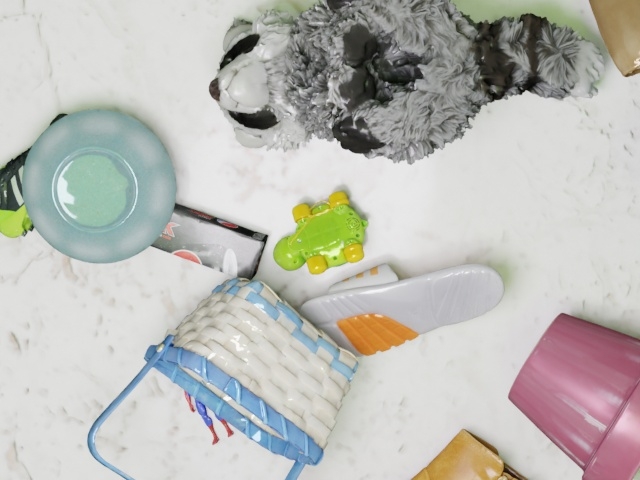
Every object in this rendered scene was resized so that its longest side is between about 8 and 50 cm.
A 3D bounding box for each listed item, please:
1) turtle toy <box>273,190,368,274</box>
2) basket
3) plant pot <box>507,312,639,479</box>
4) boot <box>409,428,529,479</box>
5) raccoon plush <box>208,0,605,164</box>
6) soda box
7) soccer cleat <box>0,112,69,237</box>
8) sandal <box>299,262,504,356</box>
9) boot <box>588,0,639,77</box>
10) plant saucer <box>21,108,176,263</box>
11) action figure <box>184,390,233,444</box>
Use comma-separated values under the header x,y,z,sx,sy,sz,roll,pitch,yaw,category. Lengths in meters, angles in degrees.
x,y,z,sx,sy,sz,roll,pitch,yaw,category
0.000,0.000,1.868,0.130,0.066,0.095,-18,73,9,turtle toy
-0.108,0.211,1.812,0.255,0.201,0.289,43,69,-18,basket
0.339,0.188,1.820,0.180,0.201,0.201,32,99,15,plant pot
0.123,0.327,1.899,0.295,0.104,0.211,29,94,-5,boot
0.083,-0.178,1.820,0.446,0.299,0.216,12,83,-29,raccoon plush
-0.156,-0.004,1.886,0.169,0.053,0.060,20,99,2,soda box
-0.373,-0.088,1.888,0.072,0.060,0.179,28,102,1,soccer cleat
0.105,0.073,1.866,0.265,0.076,0.102,-14,122,18,sandal
0.404,-0.363,1.750,0.236,0.089,0.269,-29,79,20,boot
-0.276,-0.064,1.836,0.195,0.037,0.195,0,98,2,plant saucer
-0.152,0.208,1.930,0.038,0.030,0.115,-27,93,12,action figure
